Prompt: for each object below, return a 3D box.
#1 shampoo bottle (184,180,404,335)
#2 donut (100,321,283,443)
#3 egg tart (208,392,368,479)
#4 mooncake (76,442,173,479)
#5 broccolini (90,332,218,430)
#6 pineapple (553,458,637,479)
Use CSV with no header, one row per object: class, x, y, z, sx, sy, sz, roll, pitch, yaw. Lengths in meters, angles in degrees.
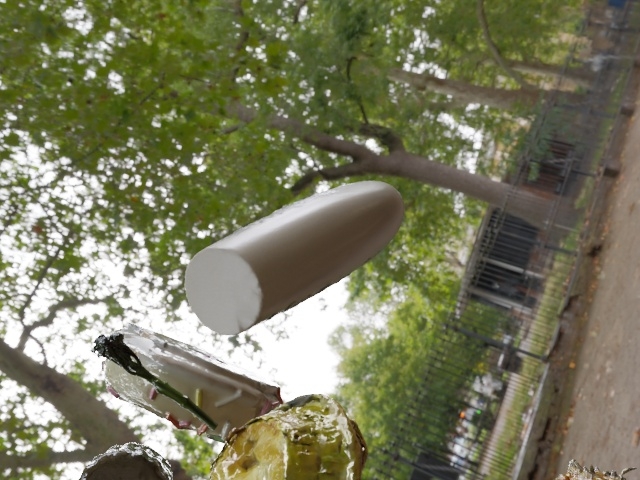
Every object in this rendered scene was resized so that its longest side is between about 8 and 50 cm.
shampoo bottle,0.000,0.000,0.520,0.127,0.078,0.256,-37,-4,39
donut,-0.264,0.294,1.213,0.143,0.382,0.382,-67,-21,-11
egg tart,-0.048,0.246,0.597,0.090,0.212,0.213,41,-116,-30
mooncake,-0.448,0.585,1.368,0.124,0.228,0.228,102,-171,-84
broccolini,-0.239,0.210,0.862,0.044,0.218,0.042,-35,14,49
pineapple,0.348,0.343,0.754,0.233,0.079,0.135,24,-103,-38
